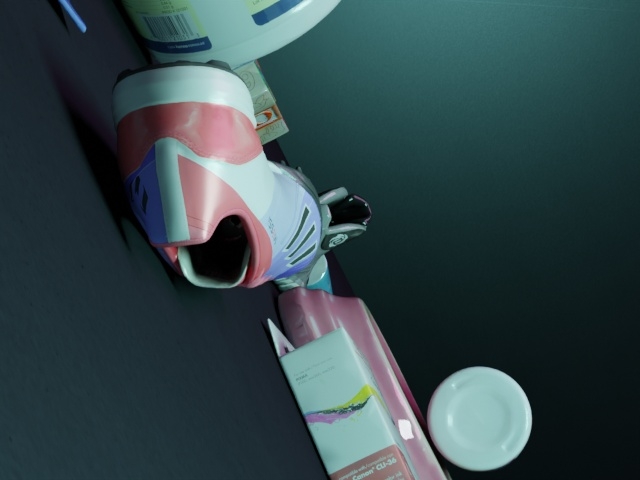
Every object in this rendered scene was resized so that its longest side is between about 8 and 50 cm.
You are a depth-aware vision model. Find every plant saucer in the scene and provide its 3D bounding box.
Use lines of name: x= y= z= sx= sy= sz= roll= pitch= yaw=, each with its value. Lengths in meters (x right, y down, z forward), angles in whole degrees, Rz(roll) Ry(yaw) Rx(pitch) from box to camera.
plant saucer: x=0.061 y=0.190 z=1.489 sx=0.332 sy=0.084 sz=0.332 roll=63 pitch=3 yaw=-7

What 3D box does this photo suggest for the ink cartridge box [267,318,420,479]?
ink cartridge box: x=0.026 y=0.156 z=1.258 sx=0.198 sy=0.067 sz=0.115 roll=65 pitch=3 yaw=26

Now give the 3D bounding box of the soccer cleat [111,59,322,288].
soccer cleat: x=-0.064 y=-0.009 z=0.944 sx=0.318 sy=0.109 sz=0.116 roll=62 pitch=23 yaw=-70

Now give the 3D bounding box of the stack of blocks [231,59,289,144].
stack of blocks: x=-0.149 y=-0.264 z=1.687 sx=0.297 sy=0.087 sz=0.171 roll=65 pitch=3 yaw=20

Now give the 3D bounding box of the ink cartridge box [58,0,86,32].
ink cartridge box: x=-0.222 y=-0.308 z=1.000 sx=0.185 sy=0.065 sz=0.311 roll=60 pitch=6 yaw=-50

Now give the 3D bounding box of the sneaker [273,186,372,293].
sneaker: x=0.000 y=0.000 z=1.560 sx=0.086 sy=0.132 sz=0.229 roll=64 pitch=3 yaw=8

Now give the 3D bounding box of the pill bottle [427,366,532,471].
pill bottle: x=0.173 y=0.197 z=1.522 sx=0.108 sy=0.108 sz=0.193 roll=64 pitch=2 yaw=12

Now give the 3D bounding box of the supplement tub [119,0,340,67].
supplement tub: x=-0.126 y=-0.350 z=1.331 sx=0.324 sy=0.235 sz=0.235 roll=63 pitch=3 yaw=-33

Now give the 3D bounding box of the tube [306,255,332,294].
tube: x=-0.007 y=0.065 z=1.800 sx=0.207 sy=0.052 sz=0.080 roll=72 pitch=-1 yaw=-69
